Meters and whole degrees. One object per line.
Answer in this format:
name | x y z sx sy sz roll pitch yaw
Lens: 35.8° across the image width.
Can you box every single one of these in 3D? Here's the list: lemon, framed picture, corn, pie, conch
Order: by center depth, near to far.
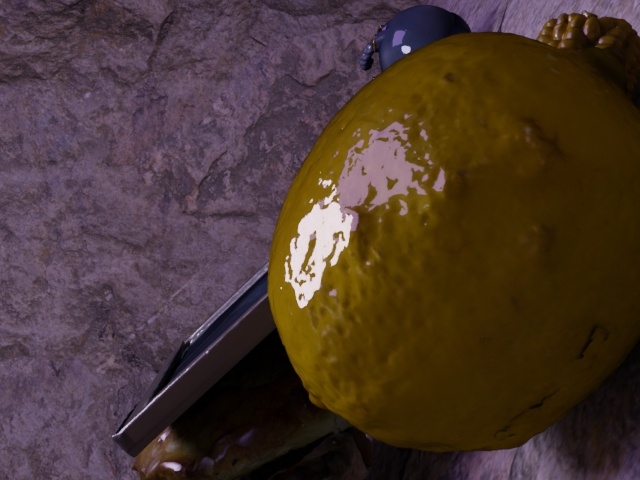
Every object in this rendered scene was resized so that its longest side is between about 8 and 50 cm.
lemon | 0.096 0.005 0.653 0.284 0.260 0.260 -62 6 -2
corn | 0.197 -0.063 0.855 0.313 0.101 0.102 -67 8 -16
framed picture | 0.000 0.000 0.934 0.446 0.028 0.326 -43 5 2
pie | -0.053 0.153 0.973 0.288 0.103 0.355 -29 9 5
conch | -0.043 0.296 0.987 0.291 0.159 0.210 -30 2 22

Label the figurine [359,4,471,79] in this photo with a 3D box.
figurine | 0.171 -0.303 1.787 0.265 0.197 0.175 -51 37 41
